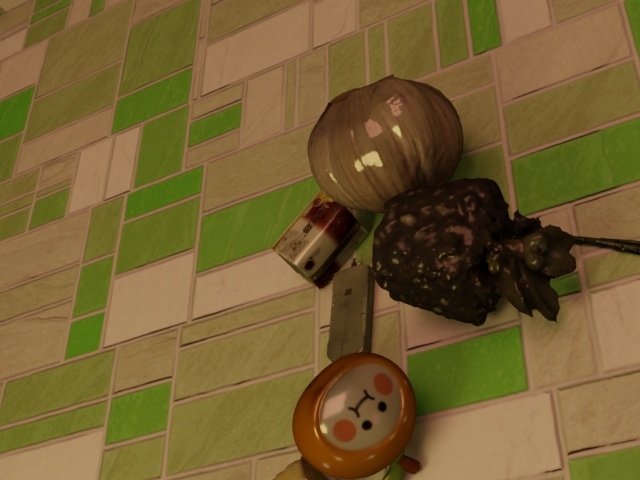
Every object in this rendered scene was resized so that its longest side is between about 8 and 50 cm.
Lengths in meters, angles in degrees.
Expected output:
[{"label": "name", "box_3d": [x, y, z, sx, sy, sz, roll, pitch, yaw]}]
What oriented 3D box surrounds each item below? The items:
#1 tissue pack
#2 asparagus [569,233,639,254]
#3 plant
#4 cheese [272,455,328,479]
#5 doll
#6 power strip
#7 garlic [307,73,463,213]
[{"label": "tissue pack", "box_3d": [0.000, 0.000, 1.868, 0.149, 0.106, 0.099, -50, 46, -6]}, {"label": "asparagus", "box_3d": [0.436, -0.002, 1.622, 0.232, 0.022, 0.023, 11, 109, 38]}, {"label": "plant", "box_3d": [0.259, 0.021, 1.593, 0.312, 0.213, 0.215, 7, 60, 40]}, {"label": "cheese", "box_3d": [-0.056, 0.448, 1.586, 0.167, 0.094, 0.123, -42, 54, 8]}, {"label": "doll", "box_3d": [0.075, 0.302, 1.556, 0.213, 0.236, 0.213, -43, 1, 1]}, {"label": "power strip", "box_3d": [0.057, 0.130, 1.786, 0.079, 0.029, 0.227, -15, 51, 29]}, {"label": "garlic", "box_3d": [0.124, -0.167, 1.792, 0.317, 0.260, 0.317, -24, 15, 7]}]
